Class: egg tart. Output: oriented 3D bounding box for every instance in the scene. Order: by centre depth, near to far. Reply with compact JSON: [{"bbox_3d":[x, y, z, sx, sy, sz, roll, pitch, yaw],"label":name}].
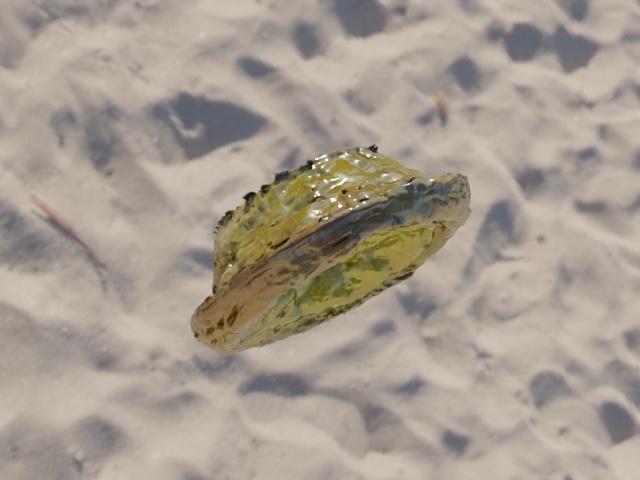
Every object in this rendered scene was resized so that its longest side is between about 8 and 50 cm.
[{"bbox_3d":[0.000,0.000,0.767,0.191,0.191,0.074,-20,74,-44],"label":"egg tart"}]
